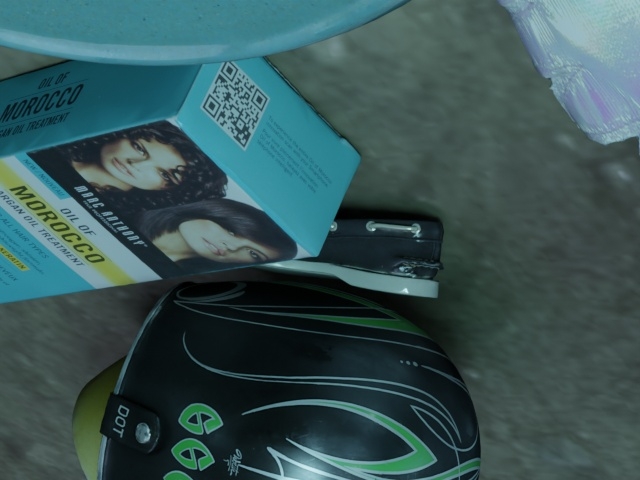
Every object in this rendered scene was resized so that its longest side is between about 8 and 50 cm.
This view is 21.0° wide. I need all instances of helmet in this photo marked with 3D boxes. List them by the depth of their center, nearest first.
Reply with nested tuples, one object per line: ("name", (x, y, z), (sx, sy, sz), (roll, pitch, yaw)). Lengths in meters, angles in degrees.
("helmet", (-0.007, 0.098, 0.811), (0.161, 0.169, 0.169), (16, 149, 12))

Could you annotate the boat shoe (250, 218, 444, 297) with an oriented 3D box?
("boat shoe", (0.000, 0.000, 0.817), (0.125, 0.038, 0.046), (9, 178, 30))

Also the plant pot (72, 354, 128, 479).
("plant pot", (-0.052, 0.096, 0.935), (0.134, 0.134, 0.095), (35, 120, -18))

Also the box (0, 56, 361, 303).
("box", (-0.107, -0.030, 0.820), (0.244, 0.060, 0.100), (-9, 137, 43))

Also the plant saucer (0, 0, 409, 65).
("plant saucer", (-0.082, -0.138, 0.566), (0.317, 0.044, 0.317), (5, 155, 2))

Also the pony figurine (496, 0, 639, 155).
("pony figurine", (0.185, 0.024, 0.448), (0.303, 0.363, 0.351), (33, 157, -17))
